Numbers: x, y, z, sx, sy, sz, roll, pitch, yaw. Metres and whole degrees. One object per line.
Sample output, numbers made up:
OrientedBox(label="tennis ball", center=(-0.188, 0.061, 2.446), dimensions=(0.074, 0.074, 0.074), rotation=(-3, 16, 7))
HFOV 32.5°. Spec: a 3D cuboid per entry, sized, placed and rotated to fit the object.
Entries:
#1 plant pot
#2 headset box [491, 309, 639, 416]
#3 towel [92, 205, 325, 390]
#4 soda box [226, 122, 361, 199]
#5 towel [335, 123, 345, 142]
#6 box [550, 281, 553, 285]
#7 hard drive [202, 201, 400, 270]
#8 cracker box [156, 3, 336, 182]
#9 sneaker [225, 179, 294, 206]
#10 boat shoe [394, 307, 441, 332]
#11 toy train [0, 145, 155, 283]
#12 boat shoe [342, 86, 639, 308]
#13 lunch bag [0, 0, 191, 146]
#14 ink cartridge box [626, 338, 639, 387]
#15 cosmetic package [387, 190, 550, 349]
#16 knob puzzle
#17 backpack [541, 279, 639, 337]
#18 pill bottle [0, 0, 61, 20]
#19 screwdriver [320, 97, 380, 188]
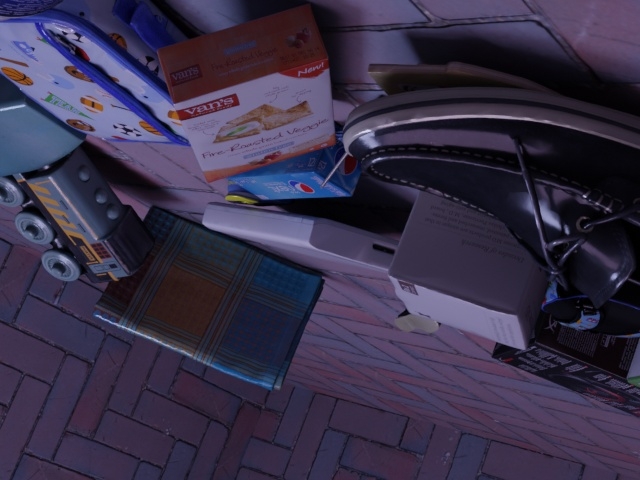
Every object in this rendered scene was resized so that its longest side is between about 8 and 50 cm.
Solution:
OrientedBox(label="plant pot", center=(-0.406, -0.194, 1.458), dimensions=(0.234, 0.165, 0.165), rotation=(-1, 155, 38))
OrientedBox(label="headset box", center=(0.435, 0.172, 1.654), dimensions=(0.293, 0.110, 0.218), rotation=(22, 166, -2))
OrientedBox(label="towel", center=(-0.200, 0.104, 2.047), dimensions=(0.370, 0.271, 0.040), rotation=(23, 145, 0))
OrientedBox(label="soda box", center=(-0.032, -0.099, 1.412), dimensions=(0.067, 0.071, 0.210), rotation=(30, 164, -32))
OrientedBox(label="towel", center=(0.074, -0.117, 1.276), dimensions=(0.067, 0.029, 0.119), rotation=(29, 164, -29))
OrientedBox(label="box", center=(0.237, 0.000, 1.446), dimensions=(0.191, 0.045, 0.184), rotation=(13, 166, 29))
OrientedBox(label="hard drive", center=(0.000, 0.000, 1.626), dimensions=(0.233, 0.047, 0.353), rotation=(16, 177, -29))
OrientedBox(label="cracker box", center=(-0.068, -0.145, 1.145), dimensions=(0.156, 0.067, 0.232), rotation=(-17, 163, -2))
OrientedBox(label="sneaker", center=(-0.084, -0.080, 1.615), dimensions=(0.053, 0.059, 0.144), rotation=(-4, 174, 30))
OrientedBox(label="boat shoe", center=(0.189, 0.146, 2.074), dimensions=(0.049, 0.042, 0.133), rotation=(52, 157, -13))
OrientedBox(label="toy train", center=(-0.436, -0.060, 1.916), dimensions=(0.190, 0.142, 0.334), rotation=(-9, 127, 32))
OrientedBox(label="boat shoe", center=(0.256, -0.023, 1.027), dimensions=(0.500, 0.156, 0.187), rotation=(16, 169, 3))
OrientedBox(label="lunch bag", center=(-0.254, -0.212, 1.245), dimensions=(0.243, 0.115, 0.303), rotation=(9, 163, 35))
OrientedBox(label="ink cartridge box", center=(0.583, 0.180, 1.449), dimensions=(0.278, 0.117, 0.201), rotation=(23, 166, -3))
OrientedBox(label="cosmetic package", center=(0.185, 0.002, 1.236), dimensions=(0.151, 0.183, 0.151), rotation=(17, 166, 20))
OrientedBox(label="knob puzzle", center=(0.166, -0.135, 1.063), dimensions=(0.213, 0.030, 0.213), rotation=(14, 168, 3))
OrientedBox(label="backpack", center=(0.349, 0.054, 1.298), dimensions=(0.158, 0.116, 0.173), rotation=(13, 168, -8))
OrientedBox(label="pill bottle", center=(-0.253, -0.272, 0.923), dimensions=(0.153, 0.153, 0.265), rotation=(28, 164, -25))
OrientedBox(label="screwdriver", center=(0.034, -0.109, 1.258), dimensions=(0.024, 0.025, 0.170), rotation=(-11, 160, -33))
